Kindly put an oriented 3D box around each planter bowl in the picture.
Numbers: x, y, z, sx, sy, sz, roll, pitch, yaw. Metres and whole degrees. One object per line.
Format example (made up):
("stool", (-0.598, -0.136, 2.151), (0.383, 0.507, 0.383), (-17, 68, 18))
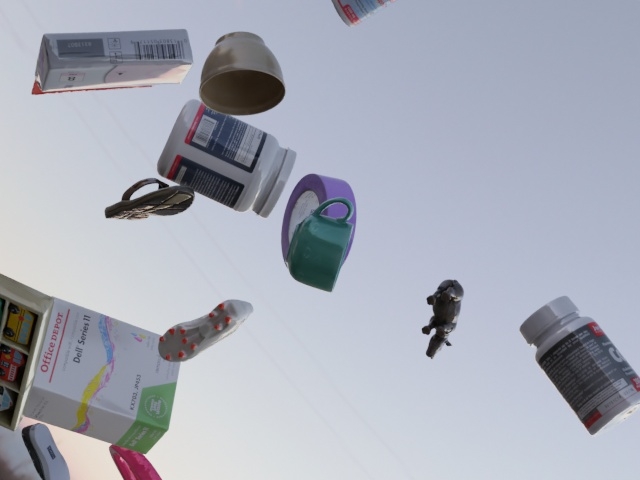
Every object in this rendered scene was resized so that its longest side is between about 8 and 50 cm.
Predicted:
("planter bowl", (-0.148, -0.321, 1.960), (0.162, 0.162, 0.109), (111, -24, -65))

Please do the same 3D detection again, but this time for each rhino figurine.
("rhino figurine", (0.305, 0.202, 2.618), (0.073, 0.106, 0.243), (23, -55, 25))

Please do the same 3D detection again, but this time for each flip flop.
("flip flop", (-0.383, -0.095, 2.312), (0.277, 0.112, 0.080), (-10, -106, 49))

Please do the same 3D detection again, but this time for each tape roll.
("tape roll", (-0.008, -0.038, 2.809), (0.274, 0.090, 0.275), (-29, -124, 56))

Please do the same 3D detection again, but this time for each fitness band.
("fitness band", (-0.419, 0.598, 2.548), (0.209, 0.054, 0.291), (28, -35, 46))

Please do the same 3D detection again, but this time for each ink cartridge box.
("ink cartridge box", (-0.454, 0.245, 1.991), (0.353, 0.207, 0.119), (22, -43, -21))
("ink cartridge box", (-0.290, -0.221, 1.433), (0.232, 0.189, 0.066), (140, -59, -65))

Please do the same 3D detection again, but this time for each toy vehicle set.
("toy vehicle set", (-0.482, 0.147, 1.491), (0.165, 0.035, 0.267), (24, -52, -1))

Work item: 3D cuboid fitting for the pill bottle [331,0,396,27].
("pill bottle", (0.102, -0.477, 1.977), (0.087, 0.160, 0.087), (52, 19, -27))

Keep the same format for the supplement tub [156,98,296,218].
("supplement tub", (-0.210, -0.178, 2.332), (0.272, 0.191, 0.191), (25, -20, -9))

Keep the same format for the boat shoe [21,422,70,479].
("boat shoe", (-0.468, 0.375, 1.788), (0.040, 0.049, 0.142), (-9, -75, 31))

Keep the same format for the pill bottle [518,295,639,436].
("pill bottle", (0.572, 0.269, 2.291), (0.283, 0.161, 0.161), (56, -19, 23))

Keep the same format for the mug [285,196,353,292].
("mug", (-0.002, 0.007, 1.883), (0.097, 0.158, 0.129), (17, -24, 3))

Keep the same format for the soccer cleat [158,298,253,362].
("soccer cleat", (-0.199, 0.159, 1.819), (0.196, 0.076, 0.068), (-30, -106, 28))
